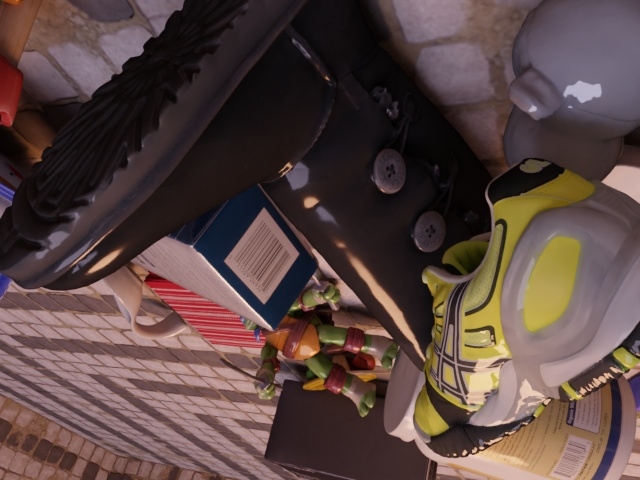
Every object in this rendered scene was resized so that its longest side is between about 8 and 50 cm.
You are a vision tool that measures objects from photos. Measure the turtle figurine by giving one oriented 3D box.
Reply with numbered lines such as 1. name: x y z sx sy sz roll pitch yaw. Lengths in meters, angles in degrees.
1. turtle figurine: -0.016 0.175 0.977 0.266 0.197 0.274 25 151 -1

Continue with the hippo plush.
1. hippo plush: 0.249 -0.080 0.424 0.237 0.234 0.294 10 148 10

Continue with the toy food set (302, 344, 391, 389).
1. toy food set: 0.043 0.248 1.201 0.128 0.071 0.218 4 157 -26

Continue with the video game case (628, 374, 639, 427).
1. video game case: 0.626 0.240 0.901 0.244 0.061 0.269 15 148 2

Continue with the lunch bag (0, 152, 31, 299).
1. lunch bag: -0.555 -0.072 0.732 0.385 0.239 0.328 40 170 -29

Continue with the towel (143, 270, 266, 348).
1. towel: -0.191 0.137 1.165 0.199 0.031 0.275 0 145 25

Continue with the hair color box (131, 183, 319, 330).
1. hair color box: -0.186 -0.026 0.740 0.347 0.105 0.174 18 154 39

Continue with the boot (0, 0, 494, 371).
1. boot: 0.002 -0.001 0.572 0.146 0.367 0.445 29 166 49

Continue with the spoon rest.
1. spoon rest: -0.356 0.113 1.137 0.137 0.084 0.276 41 168 39

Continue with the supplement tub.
1. supplement tub: 0.277 0.248 0.926 0.316 0.228 0.228 19 148 -2

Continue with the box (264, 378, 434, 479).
1. box: 0.091 0.466 1.367 0.343 0.178 0.312 7 155 15

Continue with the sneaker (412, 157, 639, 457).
1. sneaker: 0.158 0.073 0.520 0.147 0.145 0.384 49 150 19

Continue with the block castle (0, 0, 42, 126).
1. block castle: -0.355 -0.223 0.376 0.303 0.212 0.453 19 168 -19

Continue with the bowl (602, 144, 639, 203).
1. bowl: 0.322 -0.039 0.623 0.142 0.053 0.142 21 148 -5
